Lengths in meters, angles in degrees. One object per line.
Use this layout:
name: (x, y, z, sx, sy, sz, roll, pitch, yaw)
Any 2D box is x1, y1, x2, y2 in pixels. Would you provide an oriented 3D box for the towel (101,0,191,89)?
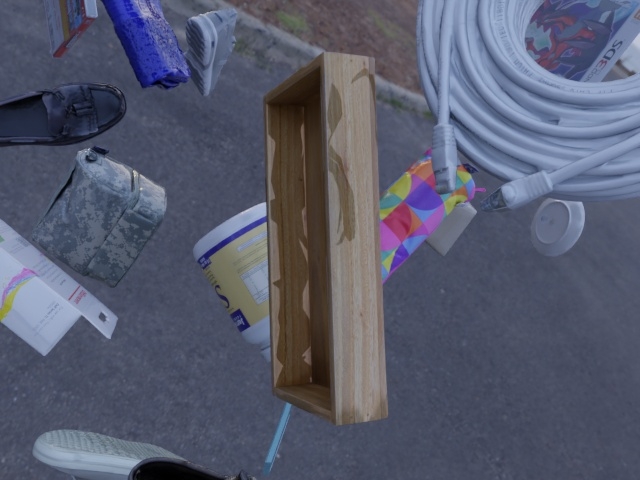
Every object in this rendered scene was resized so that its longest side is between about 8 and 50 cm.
towel: (-0.317, -0.410, 1.114, 0.228, 0.076, 0.308, -105, 172, -77)

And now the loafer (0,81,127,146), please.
loafer: (-0.493, -0.212, 1.145, 0.302, 0.109, 0.095, -12, 16, -11)

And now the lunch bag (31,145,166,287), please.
lunch bag: (-0.584, -0.068, 1.728, 0.256, 0.305, 0.213, 29, 22, -30)

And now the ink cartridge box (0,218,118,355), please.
ink cartridge box: (-0.604, 0.111, 1.368, 0.353, 0.119, 0.207, 43, -4, -13)

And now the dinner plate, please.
dinner plate: (0.487, -0.036, 1.359, 0.017, 0.141, 0.141, 17, 36, -24)

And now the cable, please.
cable: (0.196, -0.153, 0.465, 0.089, 0.257, 0.257, 20, 62, -66)

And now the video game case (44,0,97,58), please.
video game case: (-0.558, -0.542, 1.437, 0.025, 0.285, 0.204, -8, 91, -36)

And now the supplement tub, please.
supplement tub: (-0.130, 0.101, 1.591, 0.331, 0.241, 0.241, 58, 31, 3)

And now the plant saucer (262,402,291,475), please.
plant saucer: (-0.106, 0.492, 1.642, 0.018, 0.067, 0.192, 16, 41, 7)

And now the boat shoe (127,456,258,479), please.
boat shoe: (-0.095, 0.329, 0.712, 0.132, 0.355, 0.130, -47, 129, -45)

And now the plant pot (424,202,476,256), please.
plant pot: (0.220, -0.052, 1.269, 0.096, 0.109, 0.109, 30, 17, -13)

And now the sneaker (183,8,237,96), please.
sneaker: (-0.238, -0.417, 1.473, 0.115, 0.281, 0.105, -32, 88, -20)

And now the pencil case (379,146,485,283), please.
pencil case: (0.121, -0.031, 0.936, 0.104, 0.236, 0.104, 48, -5, 6)

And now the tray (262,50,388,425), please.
tray: (0.000, 0.000, 0.819, 0.076, 0.202, 0.411, -2, 88, -25)

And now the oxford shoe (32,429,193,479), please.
oxford shoe: (-0.390, 0.459, 1.268, 0.169, 0.130, 0.449, 19, -17, 24)

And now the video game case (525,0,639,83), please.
video game case: (0.242, -0.220, 0.733, 0.201, 0.183, 0.023, 14, 42, -19)
